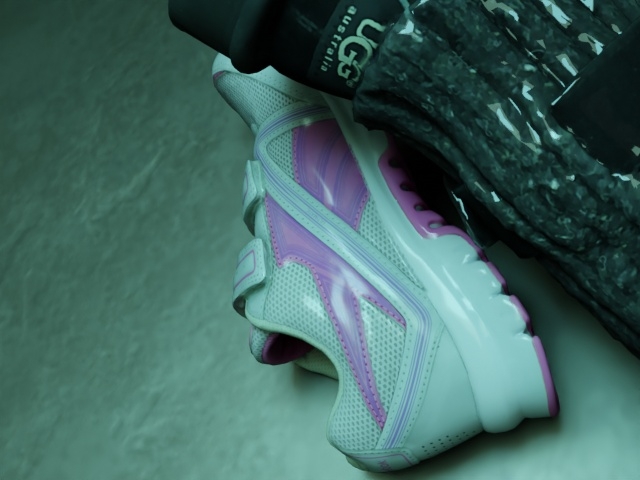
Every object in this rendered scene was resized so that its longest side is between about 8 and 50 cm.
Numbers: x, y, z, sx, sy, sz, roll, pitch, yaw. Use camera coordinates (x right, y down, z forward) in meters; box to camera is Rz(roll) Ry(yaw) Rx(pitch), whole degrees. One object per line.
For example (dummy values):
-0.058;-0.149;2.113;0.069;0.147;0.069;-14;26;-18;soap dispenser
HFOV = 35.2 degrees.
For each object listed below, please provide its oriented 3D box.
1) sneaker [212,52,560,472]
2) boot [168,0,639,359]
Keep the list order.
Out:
0.000;0.000;0.478;0.111;0.103;0.252;-33;59;1;sneaker
0.119;-0.100;0.454;0.260;0.131;0.348;33;44;4;boot
